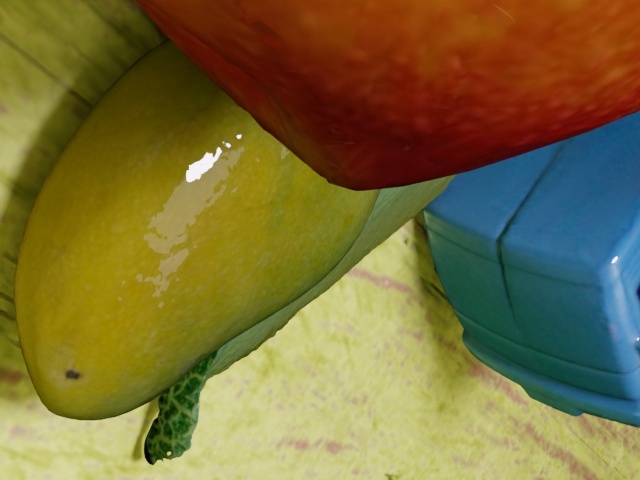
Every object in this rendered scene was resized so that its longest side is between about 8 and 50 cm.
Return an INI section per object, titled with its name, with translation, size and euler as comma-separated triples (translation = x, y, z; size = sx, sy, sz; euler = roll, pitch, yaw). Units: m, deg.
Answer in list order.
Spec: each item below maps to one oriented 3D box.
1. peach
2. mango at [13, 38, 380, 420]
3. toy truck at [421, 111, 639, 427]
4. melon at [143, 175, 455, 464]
[peach]
translation = 0.053, -0.175, 0.421
size = 0.308, 0.308, 0.332
euler = 24, 90, -59
[mango]
translation = -0.042, -0.017, 0.591
size = 0.191, 0.085, 0.122
euler = -44, 147, -31
[toy truck]
translation = 0.213, -0.086, 0.865
size = 0.385, 0.161, 0.162
euler = -53, 136, -16
[melon]
translation = 0.000, 0.001, 0.726
size = 0.262, 0.053, 0.114
euler = -46, 164, -21
